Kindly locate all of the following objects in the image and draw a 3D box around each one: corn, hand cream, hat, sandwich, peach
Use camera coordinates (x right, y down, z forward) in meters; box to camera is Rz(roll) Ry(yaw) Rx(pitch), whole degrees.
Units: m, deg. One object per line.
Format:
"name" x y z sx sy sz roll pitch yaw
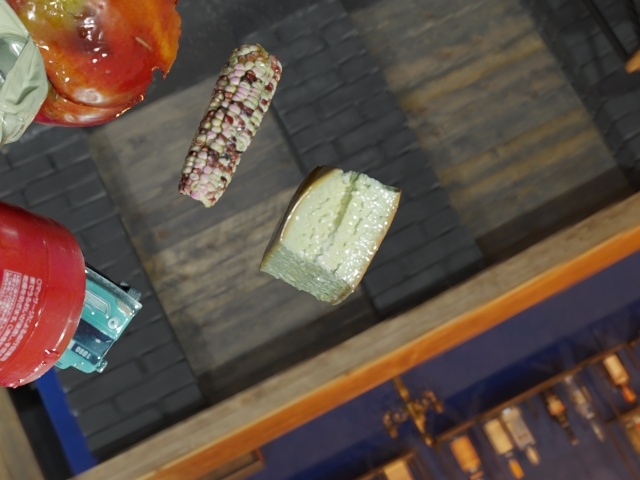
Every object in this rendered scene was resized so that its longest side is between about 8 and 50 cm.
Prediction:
"corn" -0.143 -0.183 1.567 0.092 0.092 0.281 84 27 -74
"hand cream" -0.406 0.058 1.183 0.230 0.230 0.149 -34 153 22
"hat" -0.341 -0.171 1.001 0.122 0.166 0.081 -38 -178 -10
"sandwich" 0.000 0.000 1.022 0.258 0.094 0.096 129 -16 -71
"peach" -0.382 -0.401 1.586 0.339 0.353 0.417 -11 -138 46

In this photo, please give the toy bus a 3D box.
"toy bus" -0.344 0.096 1.402 0.147 0.128 0.256 -57 -165 -8
